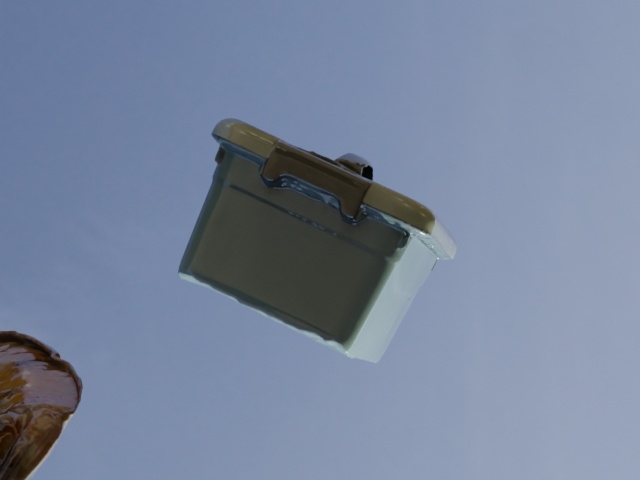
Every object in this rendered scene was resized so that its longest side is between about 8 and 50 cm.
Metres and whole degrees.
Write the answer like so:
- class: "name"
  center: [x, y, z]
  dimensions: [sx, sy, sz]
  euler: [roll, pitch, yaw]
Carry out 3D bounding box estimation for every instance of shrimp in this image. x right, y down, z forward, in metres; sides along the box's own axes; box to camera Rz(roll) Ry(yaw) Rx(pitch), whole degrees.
- class: "shrimp"
  center: [-0.203, 0.120, 0.739]
  dimensions: [0.289, 0.178, 0.075]
  euler: [-50, -57, -66]

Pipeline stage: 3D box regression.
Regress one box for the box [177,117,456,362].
- class: "box"
  center: [0.000, 0.000, 1.111]
  dimensions: [0.130, 0.162, 0.227]
  euler: [-65, -10, 0]
